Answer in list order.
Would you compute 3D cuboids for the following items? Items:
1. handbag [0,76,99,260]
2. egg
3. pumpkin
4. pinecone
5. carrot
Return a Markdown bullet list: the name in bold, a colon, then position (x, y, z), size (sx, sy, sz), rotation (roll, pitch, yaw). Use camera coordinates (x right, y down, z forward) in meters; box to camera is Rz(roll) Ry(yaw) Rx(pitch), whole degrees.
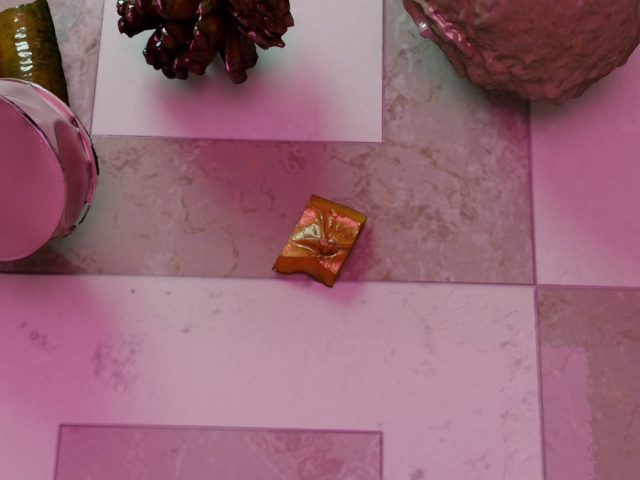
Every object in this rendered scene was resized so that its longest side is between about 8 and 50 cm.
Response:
- **handbag**: position (-0.329, -0.078, 1.283), size (0.205, 0.116, 0.179), rotation (38, 113, 8)
- **egg**: position (0.217, -0.302, 1.348), size (0.279, 0.279, 0.310), rotation (-34, 82, -13)
- **pumpkin**: position (-0.001, -0.002, 1.341), size (0.073, 0.035, 0.101), rotation (21, 72, 10)
- **pinecone**: position (-0.131, -0.254, 1.370), size (0.195, 0.150, 0.179), rotation (5, 24, 14)
- **carrot**: position (-0.328, -0.191, 1.387), size (0.082, 0.082, 0.173), rotation (-14, 72, -6)
